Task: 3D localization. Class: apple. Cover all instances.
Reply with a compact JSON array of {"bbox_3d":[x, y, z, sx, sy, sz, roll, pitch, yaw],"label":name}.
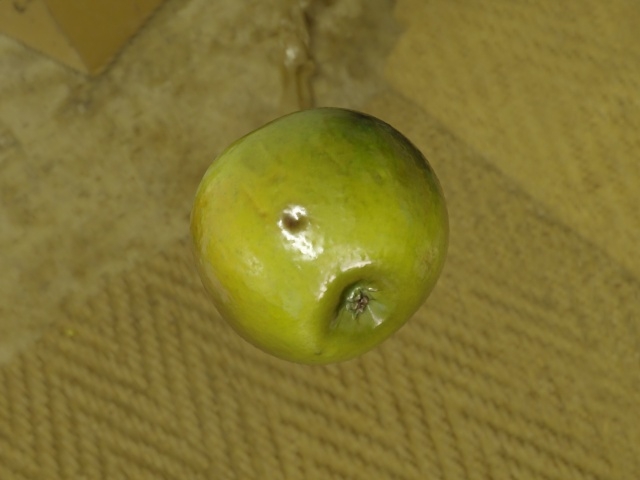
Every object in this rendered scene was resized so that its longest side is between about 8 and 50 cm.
[{"bbox_3d":[0.000,0.000,1.034,0.196,0.196,0.157,-27,47,-2],"label":"apple"}]
